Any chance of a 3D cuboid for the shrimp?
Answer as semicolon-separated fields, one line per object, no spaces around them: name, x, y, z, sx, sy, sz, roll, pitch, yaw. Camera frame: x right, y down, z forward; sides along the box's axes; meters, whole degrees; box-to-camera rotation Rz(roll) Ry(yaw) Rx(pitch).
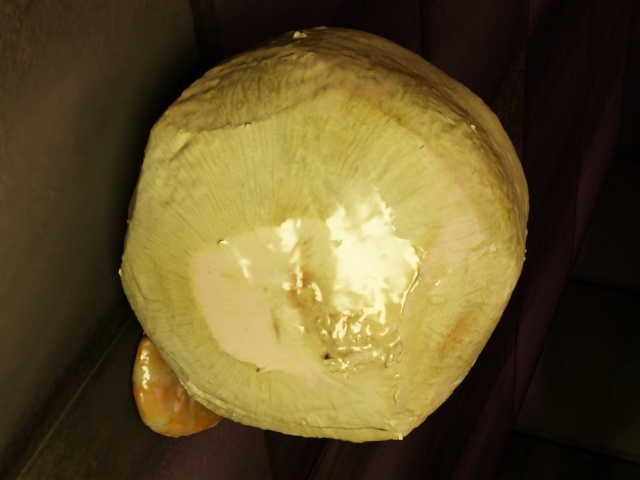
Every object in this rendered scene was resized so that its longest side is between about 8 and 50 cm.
shrimp;-0.095;0.090;1.078;0.236;0.053;0.133;-11;92;-65

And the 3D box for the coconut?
coconut;0.000;0.000;0.916;0.254;0.297;0.297;-43;141;-58
